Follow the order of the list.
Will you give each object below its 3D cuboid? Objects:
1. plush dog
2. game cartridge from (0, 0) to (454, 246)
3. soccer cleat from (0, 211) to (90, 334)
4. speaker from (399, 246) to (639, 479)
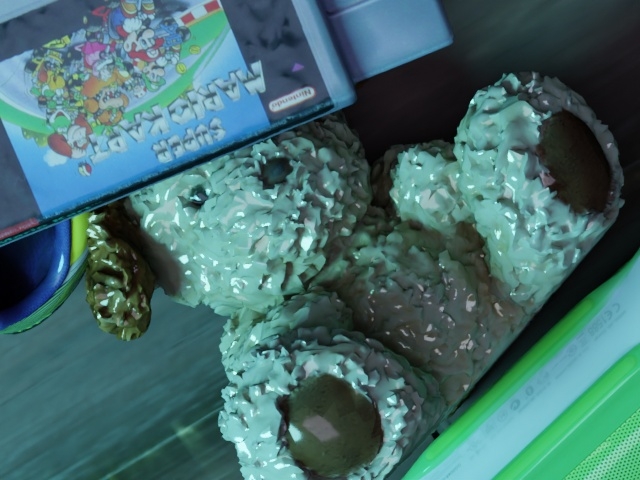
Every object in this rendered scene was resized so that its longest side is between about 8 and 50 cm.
[{"bbox_3d":[0.000,0.000,1.061,0.225,0.210,0.262,41,76,8],"label":"plush dog"},{"bbox_3d":[-0.135,-0.129,0.966,0.355,0.068,0.230,-22,94,0],"label":"game cartridge"},{"bbox_3d":[-0.135,-0.080,1.056,0.093,0.121,0.289,19,105,0],"label":"soccer cleat"},{"bbox_3d":[0.148,0.112,1.083,0.131,0.131,0.296,43,104,-7],"label":"speaker"}]
